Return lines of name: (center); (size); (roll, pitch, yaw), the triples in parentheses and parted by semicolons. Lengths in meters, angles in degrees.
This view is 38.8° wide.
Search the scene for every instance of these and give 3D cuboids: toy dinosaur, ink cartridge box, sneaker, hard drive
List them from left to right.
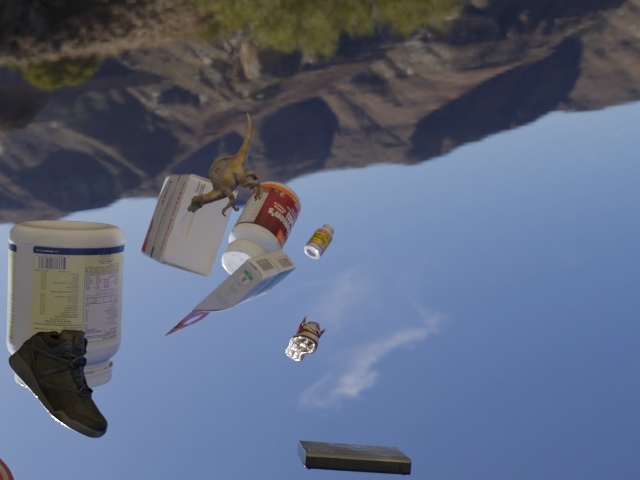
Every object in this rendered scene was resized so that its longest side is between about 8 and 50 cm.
sneaker: (-0.452, 0.250, 1.654); (0.130, 0.227, 0.087); (-47, 166, 6)
ink cartridge box: (-0.256, -0.033, 1.741); (0.100, 0.172, 0.237); (19, 177, -20)
ink cartridge box: (-0.165, 0.111, 1.695); (0.224, 0.056, 0.181); (-43, 173, 16)
toy dinosaur: (-0.132, -0.104, 1.435); (0.183, 0.092, 0.053); (-55, -145, -8)
sneaker: (-0.017, 0.145, 1.421); (0.067, 0.042, 0.118); (-55, -178, -25)
hard drive: (0.041, 0.280, 1.170); (0.135, 0.022, 0.094); (5, 177, -7)

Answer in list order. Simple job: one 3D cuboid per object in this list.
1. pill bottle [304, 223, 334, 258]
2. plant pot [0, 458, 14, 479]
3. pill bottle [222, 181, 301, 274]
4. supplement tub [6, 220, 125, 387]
pill bottle: (0.000, 0.000, 2.041); (0.043, 0.043, 0.083); (1, -140, 33)
plant pot: (-0.607, 0.438, 1.536); (0.201, 0.201, 0.180); (-15, 168, -33)
pill bottle: (-0.133, -0.020, 2.033); (0.121, 0.121, 0.221); (-1, -136, 26)
supplement tub: (-0.530, 0.128, 1.891); (0.235, 0.325, 0.235); (3, -174, 0)
